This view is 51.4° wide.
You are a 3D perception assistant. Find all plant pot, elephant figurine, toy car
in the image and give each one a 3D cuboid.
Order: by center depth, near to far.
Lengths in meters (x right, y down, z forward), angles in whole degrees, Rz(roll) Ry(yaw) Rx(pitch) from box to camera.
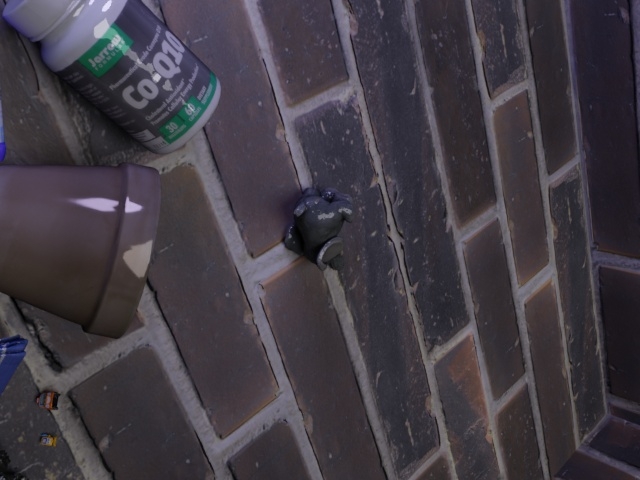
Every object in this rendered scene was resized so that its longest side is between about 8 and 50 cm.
[{"bbox_3d":[-0.465,-0.004,1.178,0.280,0.323,0.323,12,92,-25],"label":"plant pot"},{"bbox_3d":[-0.548,0.357,1.325,0.040,0.060,0.122,6,89,-9],"label":"toy car"},{"bbox_3d":[0.000,0.000,1.660,0.186,0.169,0.239,3,116,-13],"label":"elephant figurine"}]

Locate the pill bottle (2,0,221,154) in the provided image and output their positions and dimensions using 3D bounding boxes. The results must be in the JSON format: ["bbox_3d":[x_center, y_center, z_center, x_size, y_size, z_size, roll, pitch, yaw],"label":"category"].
[{"bbox_3d":[-0.372,-0.341,1.219,0.361,0.204,0.204,41,73,-38],"label":"pill bottle"}]

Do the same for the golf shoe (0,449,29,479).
[{"bbox_3d":[-0.630,0.495,1.271,0.120,0.105,0.273,-17,123,-5],"label":"golf shoe"}]

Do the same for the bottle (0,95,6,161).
[{"bbox_3d":[-0.586,-0.271,1.109,0.092,0.118,0.283,-8,104,-37],"label":"bottle"}]

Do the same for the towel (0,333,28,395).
[{"bbox_3d":[-0.684,0.241,1.099,0.336,0.040,0.243,0,144,-42],"label":"towel"}]
